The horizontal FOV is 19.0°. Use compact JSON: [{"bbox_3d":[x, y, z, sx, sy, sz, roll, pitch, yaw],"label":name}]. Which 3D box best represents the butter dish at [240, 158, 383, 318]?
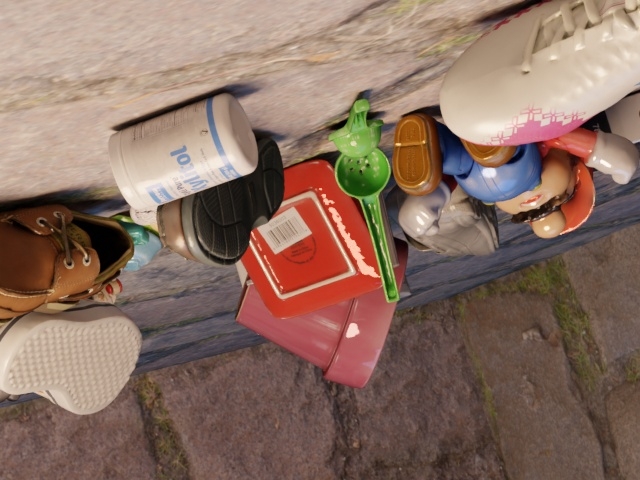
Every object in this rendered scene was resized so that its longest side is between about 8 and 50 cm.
[{"bbox_3d":[-0.006,-0.017,2.081,0.160,0.160,0.118,-20,-165,31],"label":"butter dish"}]

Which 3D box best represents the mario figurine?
[{"bbox_3d":[0.209,-0.059,2.013,0.198,0.170,0.320,19,-175,30],"label":"mario figurine"}]

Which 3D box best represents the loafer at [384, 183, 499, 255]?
[{"bbox_3d":[0.156,-0.036,2.410,0.111,0.112,0.319,-13,167,13],"label":"loafer"}]

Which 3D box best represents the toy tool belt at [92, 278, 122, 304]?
[{"bbox_3d":[-0.286,0.073,2.408,0.051,0.052,0.083,-23,177,-32],"label":"toy tool belt"}]

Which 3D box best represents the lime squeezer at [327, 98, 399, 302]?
[{"bbox_3d":[0.038,-0.070,1.875,0.059,0.110,0.310,-2,144,6],"label":"lime squeezer"}]

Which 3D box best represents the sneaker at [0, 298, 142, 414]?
[{"bbox_3d":[-0.296,0.098,2.005,0.126,0.127,0.321,-61,161,-2],"label":"sneaker"}]

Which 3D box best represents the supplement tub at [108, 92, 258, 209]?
[{"bbox_3d":[-0.112,-0.073,1.565,0.107,0.071,0.071,-20,173,14],"label":"supplement tub"}]

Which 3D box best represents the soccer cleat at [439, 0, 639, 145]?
[{"bbox_3d":[0.242,-0.178,1.510,0.331,0.116,0.143,-20,157,8],"label":"soccer cleat"}]

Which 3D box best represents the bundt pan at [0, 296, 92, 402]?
[{"bbox_3d":[-0.397,0.136,2.197,0.331,0.124,0.331,-22,178,-1],"label":"bundt pan"}]

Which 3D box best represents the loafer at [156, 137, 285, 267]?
[{"bbox_3d":[-0.104,-0.032,1.714,0.084,0.096,0.267,-4,-169,16],"label":"loafer"}]

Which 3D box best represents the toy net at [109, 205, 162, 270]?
[{"bbox_3d":[-0.187,-0.024,1.930,0.122,0.045,0.232,18,155,-22],"label":"toy net"}]

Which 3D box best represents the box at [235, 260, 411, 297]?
[{"bbox_3d":[0.004,0.048,2.630,0.182,0.119,0.181,-19,173,18],"label":"box"}]

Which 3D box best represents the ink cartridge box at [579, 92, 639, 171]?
[{"bbox_3d":[0.346,-0.126,2.304,0.333,0.065,0.165,-19,172,11],"label":"ink cartridge box"}]

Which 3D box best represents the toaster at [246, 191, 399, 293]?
[{"bbox_3d":[0.000,0.000,2.222,0.186,0.110,0.168,-15,178,-11],"label":"toaster"}]

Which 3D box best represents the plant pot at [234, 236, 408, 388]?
[{"bbox_3d":[-0.004,0.067,2.409,0.180,0.201,0.201,18,169,-4],"label":"plant pot"}]

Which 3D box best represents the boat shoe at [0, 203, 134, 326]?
[{"bbox_3d":[-0.263,0.009,1.769,0.104,0.110,0.307,-26,178,12],"label":"boat shoe"}]
